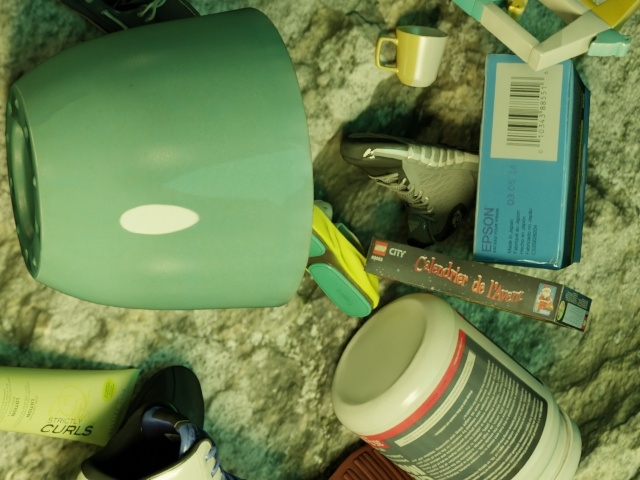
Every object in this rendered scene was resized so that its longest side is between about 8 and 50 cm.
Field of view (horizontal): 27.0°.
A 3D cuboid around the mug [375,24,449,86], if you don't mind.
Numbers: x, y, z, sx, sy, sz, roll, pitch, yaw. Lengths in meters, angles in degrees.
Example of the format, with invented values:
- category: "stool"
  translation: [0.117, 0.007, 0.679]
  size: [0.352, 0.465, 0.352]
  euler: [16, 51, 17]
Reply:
- category: "mug"
  translation: [0.109, -0.218, 1.579]
  size: [0.062, 0.078, 0.064]
  euler: [-39, 140, -63]

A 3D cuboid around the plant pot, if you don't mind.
- category: "plant pot"
  translation: [-0.167, -0.065, 1.262]
  size: [0.235, 0.293, 0.293]
  euler: [-8, 107, -20]

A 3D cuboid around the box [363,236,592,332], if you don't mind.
- category: "box"
  translation: [0.186, 0.052, 1.558]
  size: [0.159, 0.233, 0.044]
  euler: [18, 87, -66]

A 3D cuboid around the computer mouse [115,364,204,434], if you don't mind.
- category: "computer mouse"
  translation: [-0.181, 0.279, 1.464]
  size: [0.262, 0.060, 0.184]
  euler: [-54, 137, -19]

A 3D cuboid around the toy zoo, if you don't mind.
- category: "toy zoo"
  translation: [0.242, -0.304, 1.522]
  size: [0.192, 0.293, 0.030]
  euler: [-34, 156, -27]

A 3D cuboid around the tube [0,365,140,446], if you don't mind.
- category: "tube"
  translation: [-0.277, 0.164, 1.363]
  size: [0.070, 0.062, 0.240]
  euler: [-36, 153, 23]

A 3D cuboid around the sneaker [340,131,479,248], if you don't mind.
- category: "sneaker"
  translation: [0.110, -0.054, 1.598]
  size: [0.228, 0.086, 0.132]
  euler: [4, 102, -39]

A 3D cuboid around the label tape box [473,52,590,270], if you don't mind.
- category: "label tape box"
  translation: [0.266, -0.088, 1.647]
  size: [0.333, 0.105, 0.241]
  euler: [1, 93, -76]

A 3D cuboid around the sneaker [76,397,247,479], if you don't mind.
- category: "sneaker"
  translation: [-0.126, 0.264, 1.377]
  size: [0.315, 0.127, 0.182]
  euler: [7, 109, -37]

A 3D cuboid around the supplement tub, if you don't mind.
- category: "supplement tub"
  translation: [0.165, 0.207, 1.610]
  size: [0.272, 0.191, 0.191]
  euler: [40, 77, -24]

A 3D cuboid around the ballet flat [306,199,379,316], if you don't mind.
- category: "ballet flat"
  translation: [0.000, 0.000, 1.542]
  size: [0.231, 0.077, 0.077]
  euler: [47, 52, -39]

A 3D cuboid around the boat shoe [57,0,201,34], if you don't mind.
- category: "boat shoe"
  translation: [-0.189, -0.235, 1.328]
  size: [0.206, 0.065, 0.075]
  euler: [23, 87, -39]

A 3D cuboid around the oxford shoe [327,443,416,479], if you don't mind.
- category: "oxford shoe"
  translation: [0.036, 0.350, 1.652]
  size: [0.348, 0.123, 0.130]
  euler: [-18, 150, -41]
